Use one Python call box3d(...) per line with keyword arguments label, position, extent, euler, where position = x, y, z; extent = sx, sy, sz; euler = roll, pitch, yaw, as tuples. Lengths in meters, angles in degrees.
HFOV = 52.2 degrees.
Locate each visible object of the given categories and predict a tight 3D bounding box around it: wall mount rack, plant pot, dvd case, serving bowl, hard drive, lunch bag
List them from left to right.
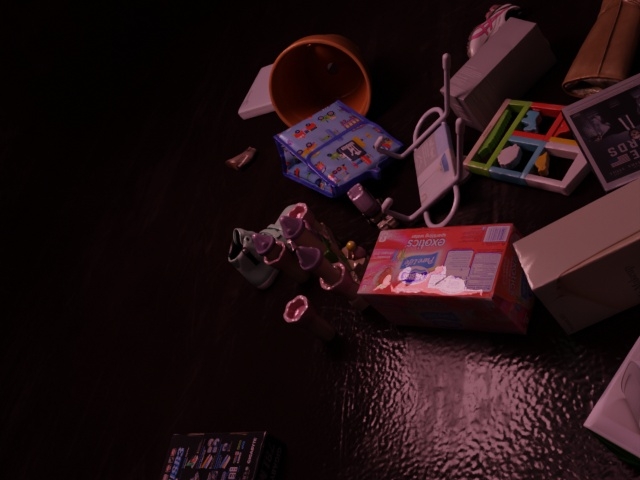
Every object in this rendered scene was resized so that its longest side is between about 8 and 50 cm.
box3d(label="hard drive", position=(-0.118, -0.548, 2.264), extent=(0.353, 0.047, 0.233), euler=(-4, 53, 44))
box3d(label="plant pot", position=(0.019, -0.462, 1.872), extent=(0.291, 0.291, 0.203), euler=(-25, 24, 29))
box3d(label="lunch bag", position=(0.057, -0.215, 1.679), extent=(0.221, 0.138, 0.293), euler=(-33, 43, -20))
box3d(label="wall mount rack", position=(0.240, -0.210, 1.421), extent=(0.304, 0.130, 0.350), euler=(-47, 34, 42))
box3d(label="serving bowl", position=(0.309, -0.150, 1.462), extent=(0.083, 0.027, 0.083), euler=(-28, 40, 26))
box3d(label="dvd case", position=(0.571, -0.200, 1.202), extent=(0.179, 0.029, 0.239), euler=(-24, 46, 18))

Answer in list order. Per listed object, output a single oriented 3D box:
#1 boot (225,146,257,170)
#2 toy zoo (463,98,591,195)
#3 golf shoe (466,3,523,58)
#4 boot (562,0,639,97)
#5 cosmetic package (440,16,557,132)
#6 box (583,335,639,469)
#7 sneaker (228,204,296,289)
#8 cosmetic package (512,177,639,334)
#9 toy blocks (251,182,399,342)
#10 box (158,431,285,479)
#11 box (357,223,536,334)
box3d(label="boot", position=(-0.259, -0.275, 2.165), extent=(0.087, 0.042, 0.118), euler=(-50, 36, -15))
box3d(label="toy zoo", position=(0.458, -0.194, 1.330), extent=(0.293, 0.030, 0.192), euler=(22, 72, 46))
box3d(label="golf shoe", position=(0.439, -0.528, 1.650), extent=(0.086, 0.067, 0.186), euler=(19, 71, 51))
box3d(label="boot", position=(0.646, -0.421, 1.328), extent=(0.236, 0.089, 0.269), euler=(1, 59, 55))
box3d(label="cosmetic package", position=(0.408, -0.377, 1.492), extent=(0.238, 0.127, 0.107), euler=(-46, 36, -1))
box3d(label="box", position=(0.520, 0.221, 0.815), extent=(0.231, 0.127, 0.262), euler=(-54, 35, -6))
box3d(label="sneaker", position=(-0.141, -0.017, 1.698), extent=(0.094, 0.151, 0.256), euler=(-2, 54, 47))
box3d(label="cosmetic package", position=(0.485, 0.009, 1.020), extent=(0.309, 0.160, 0.113), euler=(-32, 39, 22))
box3d(label="toy blocks", position=(0.000, 0.000, 1.442), extent=(0.309, 0.260, 0.288), euler=(-41, 36, 10))
box3d(label="box", position=(-0.231, 0.543, 1.331), extent=(0.293, 0.073, 0.295), euler=(-16, 46, 37))
box3d(label="box", position=(0.240, 0.074, 1.224), extent=(0.300, 0.142, 0.154), euler=(-3, 54, 45))
